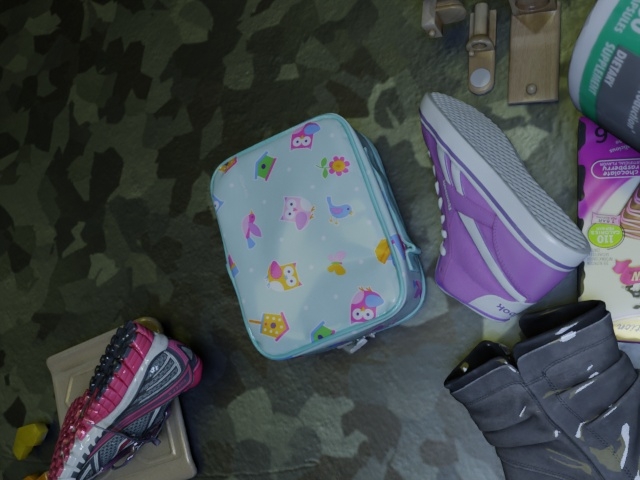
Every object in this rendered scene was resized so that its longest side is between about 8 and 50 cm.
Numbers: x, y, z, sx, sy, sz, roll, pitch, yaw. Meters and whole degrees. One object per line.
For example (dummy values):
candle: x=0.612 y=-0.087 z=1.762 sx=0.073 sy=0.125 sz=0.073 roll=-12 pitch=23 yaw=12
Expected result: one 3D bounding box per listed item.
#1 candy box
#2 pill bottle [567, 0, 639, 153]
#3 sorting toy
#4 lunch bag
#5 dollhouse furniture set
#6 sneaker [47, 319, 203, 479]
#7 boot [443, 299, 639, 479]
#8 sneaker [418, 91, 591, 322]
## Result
candy box: x=0.344 y=-0.012 z=0.622 sx=0.159 sy=0.071 sz=0.233 roll=-1 pitch=81 yaw=23
pill bottle: x=0.388 y=-0.090 z=0.451 sx=0.204 sy=0.204 sz=0.361 roll=-48 pitch=58 yaw=10
sorting toy: x=-0.327 y=0.265 z=0.896 sx=0.307 sy=0.041 sz=0.229 roll=-23 pitch=77 yaw=19
lunch bag: x=0.000 y=0.000 z=0.755 sx=0.224 sy=0.108 sz=0.279 roll=-23 pitch=73 yaw=16
dollhouse furniture set: x=0.185 y=-0.234 z=0.689 sx=0.144 sy=0.151 sz=0.123 roll=1 pitch=81 yaw=26
sneaker: x=-0.264 y=0.244 z=0.794 sx=0.299 sy=0.112 sz=0.121 roll=-53 pitch=27 yaw=21
boot: x=0.296 y=0.149 z=0.551 sx=0.338 sy=0.118 sz=0.223 roll=-27 pitch=88 yaw=20
sneaker: x=0.157 y=-0.038 z=0.698 sx=0.161 sy=0.102 sz=0.282 roll=-57 pitch=40 yaw=37
